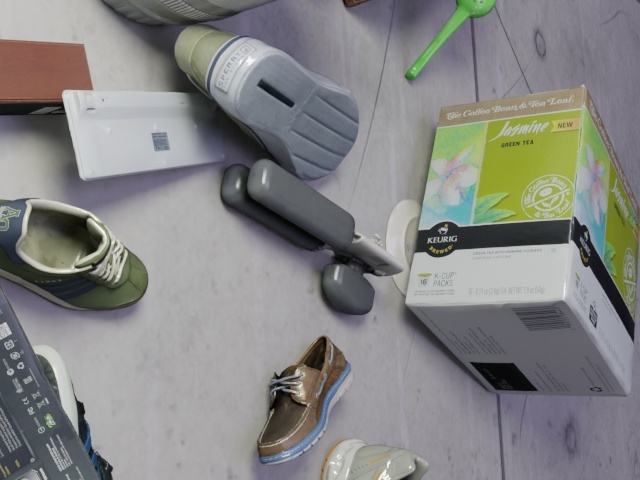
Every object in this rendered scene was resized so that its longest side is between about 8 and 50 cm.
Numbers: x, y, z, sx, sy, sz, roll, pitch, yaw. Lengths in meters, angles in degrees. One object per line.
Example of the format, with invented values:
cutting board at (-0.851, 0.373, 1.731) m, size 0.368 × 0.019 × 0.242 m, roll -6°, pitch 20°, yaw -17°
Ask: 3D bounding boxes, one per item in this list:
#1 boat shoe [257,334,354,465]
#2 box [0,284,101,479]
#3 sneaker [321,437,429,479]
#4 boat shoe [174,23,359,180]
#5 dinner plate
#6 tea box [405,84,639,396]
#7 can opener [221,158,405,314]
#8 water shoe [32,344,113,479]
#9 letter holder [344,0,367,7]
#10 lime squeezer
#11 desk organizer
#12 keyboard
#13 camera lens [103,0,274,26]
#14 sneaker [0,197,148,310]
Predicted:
boat shoe at (-0.025, 0.165, 0.959) m, size 0.066 × 0.066 × 0.183 m, roll 65°, pitch 29°, yaw -15°
box at (-0.258, 0.138, 0.578) m, size 0.183 × 0.059 × 0.233 m, roll -31°, pitch 110°, yaw -26°
sneaker at (0.056, 0.346, 0.981) m, size 0.099 × 0.121 × 0.262 m, roll 29°, pitch 61°, yaw -47°
boat shoe at (-0.043, -0.149, 0.944) m, size 0.109 × 0.094 × 0.302 m, roll -52°, pitch 157°, yaw 2°
dinner plate at (0.132, 0.012, 1.242) m, size 0.141 × 0.017 × 0.141 m, roll 15°, pitch 72°, yaw -51°
tea box at (0.304, 0.014, 1.289) m, size 0.329 × 0.220 × 0.323 m, roll 44°, pitch 49°, yaw -48°
can opener at (0.000, 0.000, 1.008) m, size 0.280 × 0.074 × 0.093 m, roll 37°, pitch 55°, yaw -45°
water shoe at (-0.205, 0.178, 0.709) m, size 0.080 × 0.073 × 0.203 m, roll -21°, pitch 106°, yaw -75°
letter holder at (0.166, -0.441, 1.202) m, size 0.302 × 0.214 × 0.152 m, roll -42°, pitch 117°, yaw -50°
lime squeezer at (0.232, -0.353, 1.282) m, size 0.310 × 0.059 × 0.110 m, roll -54°, pitch 170°, yaw -20°
desk organizer at (-0.244, -0.128, 0.716) m, size 0.130 × 0.047 × 0.050 m, roll -13°, pitch 92°, yaw -55°
keyboard at (-0.149, -0.099, 0.824) m, size 0.256 × 0.014 × 0.072 m, roll -22°, pitch 108°, yaw -68°
camera lens at (-0.070, -0.319, 0.797) m, size 0.219 × 0.274 × 0.219 m, roll 14°, pitch 72°, yaw -53°
sneaker at (-0.193, 0.014, 0.725) m, size 0.192 × 0.086 × 0.064 m, roll 27°, pitch 62°, yaw -50°
